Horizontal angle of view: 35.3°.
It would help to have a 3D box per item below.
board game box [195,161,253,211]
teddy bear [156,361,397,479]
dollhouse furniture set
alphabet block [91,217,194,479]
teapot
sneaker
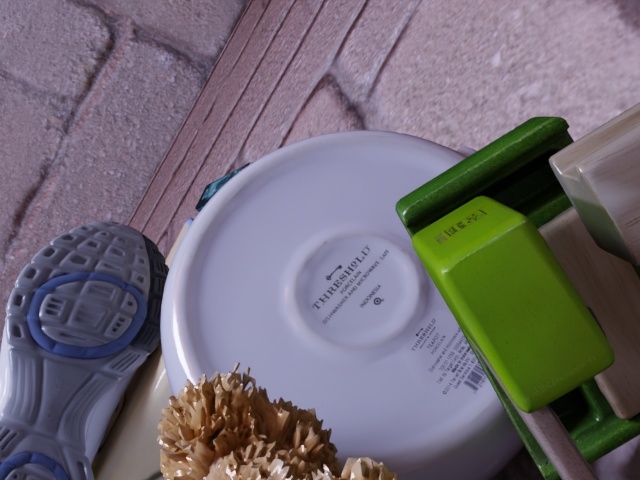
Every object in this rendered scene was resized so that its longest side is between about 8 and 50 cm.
[{"bbox_3d":[0.000,0.000,0.813,0.026,0.186,0.126,-66,18,-15],"label":"board game box"},{"bbox_3d":[0.002,0.198,0.406,0.245,0.113,0.338,-56,49,31],"label":"teddy bear"},{"bbox_3d":[0.199,-0.017,0.401,0.302,0.151,0.197,-32,8,3],"label":"dollhouse furniture set"},{"bbox_3d":[-0.060,0.120,0.814,0.197,0.192,0.193,-61,16,2],"label":"alphabet block"},{"bbox_3d":[0.031,0.064,0.637,0.187,0.256,0.252,77,-177,-63],"label":"teapot"},{"bbox_3d":[-0.195,0.117,0.720,0.129,0.111,0.297,-46,23,56],"label":"sneaker"}]
